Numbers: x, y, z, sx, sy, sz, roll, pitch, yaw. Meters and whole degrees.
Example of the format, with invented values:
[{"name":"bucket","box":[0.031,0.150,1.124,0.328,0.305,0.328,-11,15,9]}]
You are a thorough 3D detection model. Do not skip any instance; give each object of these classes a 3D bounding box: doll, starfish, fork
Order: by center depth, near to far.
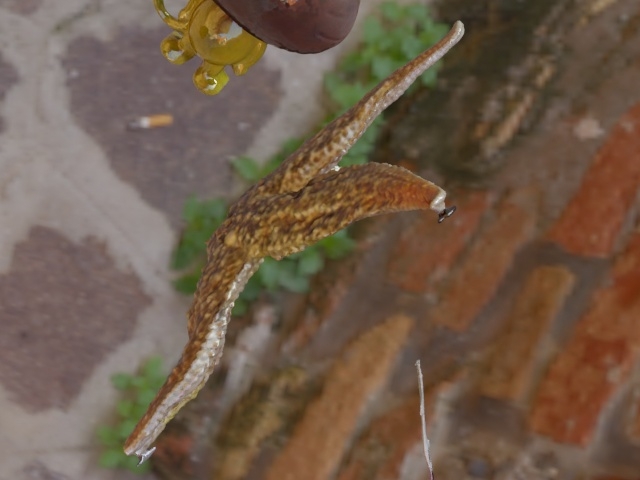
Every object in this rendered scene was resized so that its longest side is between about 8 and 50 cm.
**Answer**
[{"name":"fork","box":[0.072,0.136,1.283,0.012,0.016,0.115,-5,108,-10]},{"name":"doll","box":[-0.053,-0.190,1.314,0.096,0.188,0.145,-44,111,-46]},{"name":"starfish","box":[-0.007,-0.009,1.731,0.132,0.384,0.398,50,31,-10]}]
